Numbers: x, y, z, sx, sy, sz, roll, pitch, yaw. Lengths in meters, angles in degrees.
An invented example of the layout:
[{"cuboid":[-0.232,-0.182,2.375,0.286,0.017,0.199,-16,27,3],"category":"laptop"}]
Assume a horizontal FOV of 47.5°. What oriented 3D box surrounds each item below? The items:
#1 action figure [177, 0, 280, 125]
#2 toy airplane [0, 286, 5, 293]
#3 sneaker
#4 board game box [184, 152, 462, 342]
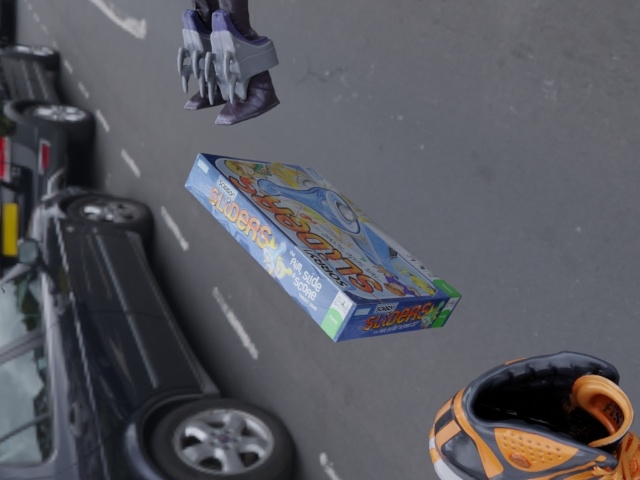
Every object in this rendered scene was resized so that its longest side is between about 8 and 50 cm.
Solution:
[{"cuboid":[-0.094,-0.249,0.609,0.185,0.099,0.285,17,124,42],"category":"action figure"},{"cuboid":[-0.348,0.005,0.669,0.028,0.151,0.151,-43,35,-5],"category":"toy airplane"},{"cuboid":[0.264,0.204,0.641,0.180,0.321,0.124,102,-176,-54],"category":"sneaker"},{"cuboid":[0.000,0.000,0.585,0.201,0.136,0.035,43,116,33],"category":"board game box"}]
